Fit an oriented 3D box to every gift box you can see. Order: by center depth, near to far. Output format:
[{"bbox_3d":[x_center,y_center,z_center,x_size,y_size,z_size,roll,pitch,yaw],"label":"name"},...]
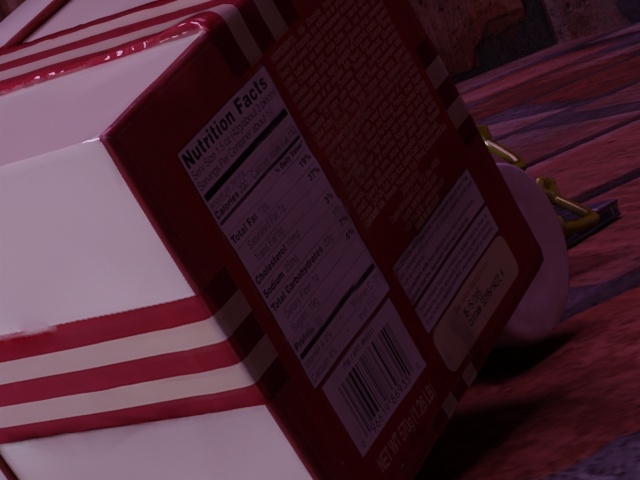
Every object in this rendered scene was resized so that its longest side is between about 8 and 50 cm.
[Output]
[{"bbox_3d":[-0.076,0.026,0.843,0.258,0.276,0.255,-10,24,39],"label":"gift box"}]

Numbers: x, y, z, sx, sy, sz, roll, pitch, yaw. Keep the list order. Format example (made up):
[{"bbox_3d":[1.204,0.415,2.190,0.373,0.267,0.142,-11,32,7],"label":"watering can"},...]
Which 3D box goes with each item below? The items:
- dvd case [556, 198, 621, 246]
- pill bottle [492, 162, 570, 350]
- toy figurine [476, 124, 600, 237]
[{"bbox_3d":[0.098,0.018,1.346,0.221,0.018,0.164,-14,9,43],"label":"dvd case"},{"bbox_3d":[0.026,0.027,1.032,0.221,0.121,0.121,-15,8,39],"label":"pill bottle"},{"bbox_3d":[0.000,0.000,1.273,0.191,0.217,0.362,-24,50,-40],"label":"toy figurine"}]
